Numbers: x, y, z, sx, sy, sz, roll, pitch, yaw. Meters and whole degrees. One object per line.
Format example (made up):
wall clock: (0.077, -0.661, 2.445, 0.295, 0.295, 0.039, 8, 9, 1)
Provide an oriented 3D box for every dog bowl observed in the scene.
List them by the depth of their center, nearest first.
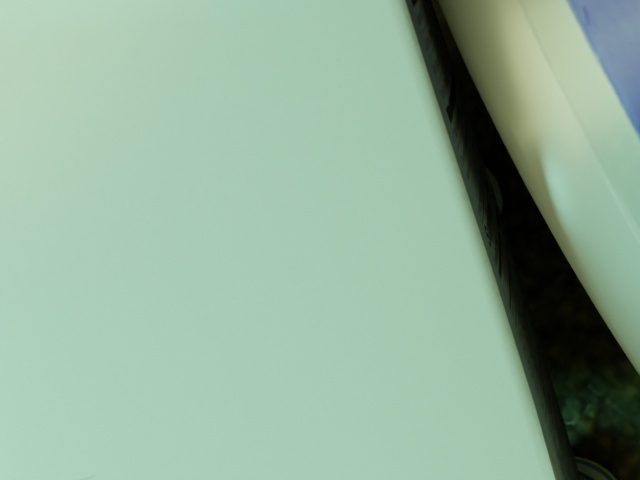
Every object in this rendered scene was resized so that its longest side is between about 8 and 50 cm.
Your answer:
dog bowl: (0.126, -0.064, 0.440, 0.104, 0.265, 0.265, -27, 77, 20)

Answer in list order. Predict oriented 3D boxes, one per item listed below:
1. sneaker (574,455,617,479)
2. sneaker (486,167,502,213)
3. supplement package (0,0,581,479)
sneaker: (0.089, 0.161, 0.572, 0.053, 0.059, 0.144, 1, 91, 25)
sneaker: (0.000, 0.000, 0.619, 0.152, 0.061, 0.054, -24, 81, 26)
supplement package: (-0.041, 0.025, 0.424, 0.199, 0.198, 0.263, -17, 101, 8)
